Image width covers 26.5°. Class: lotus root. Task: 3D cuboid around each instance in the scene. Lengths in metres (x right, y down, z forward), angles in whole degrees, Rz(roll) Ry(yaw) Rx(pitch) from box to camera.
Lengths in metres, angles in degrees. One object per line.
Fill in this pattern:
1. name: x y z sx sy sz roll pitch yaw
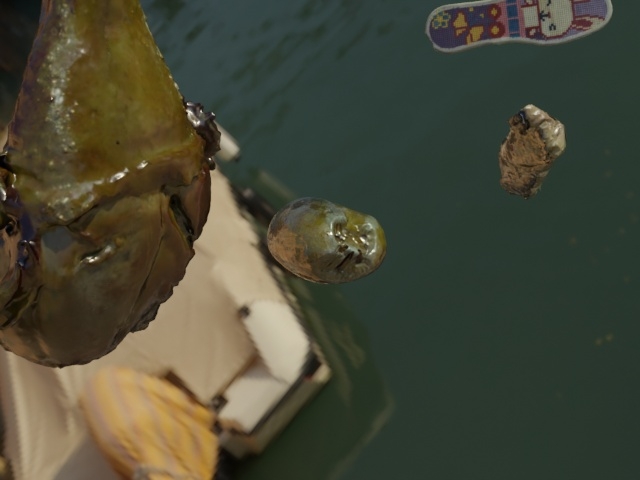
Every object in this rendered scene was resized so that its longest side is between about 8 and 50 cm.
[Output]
1. lotus root: 0.000 0.000 1.458 0.192 0.113 0.088 -169 89 -69

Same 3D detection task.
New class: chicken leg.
1. chicken leg: -0.137 -0.090 0.915 0.140 0.211 0.361 14 97 25

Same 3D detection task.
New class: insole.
1. insole: 0.201 -0.230 1.400 0.197 0.065 0.004 -4 4 22

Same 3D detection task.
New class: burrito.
1. burrito: 0.175 -0.073 1.149 0.042 0.051 0.171 -35 -10 -9
